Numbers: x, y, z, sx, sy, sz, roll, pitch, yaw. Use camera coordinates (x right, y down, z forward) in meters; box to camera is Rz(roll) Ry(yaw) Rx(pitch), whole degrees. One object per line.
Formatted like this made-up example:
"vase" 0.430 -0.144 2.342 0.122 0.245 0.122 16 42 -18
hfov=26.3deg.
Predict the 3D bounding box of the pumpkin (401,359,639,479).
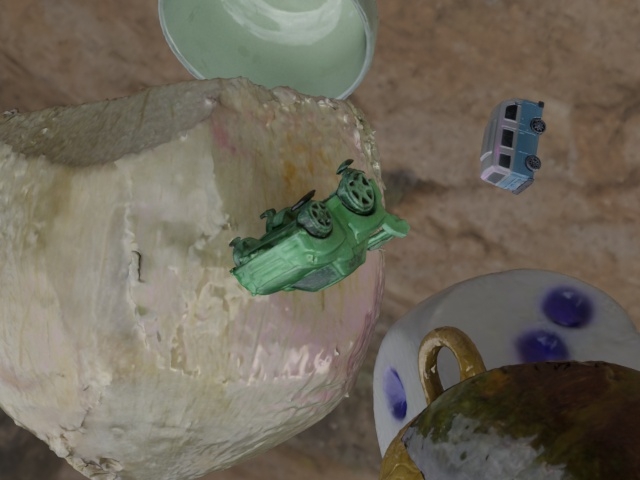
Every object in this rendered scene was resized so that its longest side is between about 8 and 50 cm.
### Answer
"pumpkin" 0.220 0.192 0.896 0.312 0.169 0.148 24 114 -15

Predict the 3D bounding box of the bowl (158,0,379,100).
"bowl" -0.060 -0.339 1.911 0.307 0.163 0.307 11 143 8

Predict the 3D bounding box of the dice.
"dice" 0.223 0.199 1.600 0.259 0.251 0.243 -7 139 -17

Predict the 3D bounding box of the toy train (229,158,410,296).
"toy train" 0.000 0.000 1.043 0.099 0.149 0.081 -30 98 34

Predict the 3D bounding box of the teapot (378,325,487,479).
"teapot" 0.164 0.220 1.291 0.203 0.311 0.167 -5 155 -25

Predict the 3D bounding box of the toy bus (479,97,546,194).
"toy bus" 0.258 -0.133 1.858 0.075 0.123 0.060 16 159 -12

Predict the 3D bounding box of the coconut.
"coconut" -0.137 0.054 1.251 0.404 0.404 0.404 19 144 14
